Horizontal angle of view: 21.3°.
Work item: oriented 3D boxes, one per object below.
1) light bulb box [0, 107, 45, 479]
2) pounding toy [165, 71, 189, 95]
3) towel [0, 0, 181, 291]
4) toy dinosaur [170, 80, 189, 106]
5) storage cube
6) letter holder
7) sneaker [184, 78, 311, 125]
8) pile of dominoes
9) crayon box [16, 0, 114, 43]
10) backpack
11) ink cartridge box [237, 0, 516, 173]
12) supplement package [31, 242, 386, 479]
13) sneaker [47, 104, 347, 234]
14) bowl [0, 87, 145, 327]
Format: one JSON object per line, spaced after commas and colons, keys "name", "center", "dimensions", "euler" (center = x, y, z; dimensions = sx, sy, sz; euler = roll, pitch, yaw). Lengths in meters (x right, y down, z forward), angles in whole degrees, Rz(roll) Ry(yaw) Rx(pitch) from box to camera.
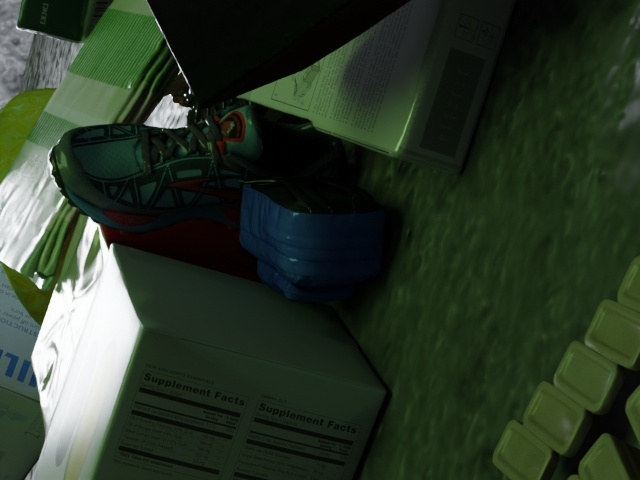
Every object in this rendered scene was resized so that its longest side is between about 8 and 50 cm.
{"name": "light bulb box", "center": [-0.404, 0.098, 2.134], "dimensions": [0.358, 0.225, 0.361], "euler": [-49, 22, 53]}
{"name": "pounding toy", "center": [-0.091, -0.182, 1.683], "dimensions": [0.130, 0.141, 0.100], "euler": [143, 138, -61]}
{"name": "towel", "center": [-0.226, -0.116, 1.673], "dimensions": [0.325, 0.038, 0.248], "euler": [-60, 26, -3]}
{"name": "toy dinosaur", "center": [-0.129, -0.319, 1.915], "dimensions": [0.218, 0.164, 0.322], "euler": [111, 148, -67]}
{"name": "storage cube", "center": [-0.134, 0.083, 1.514], "dimensions": [0.184, 0.193, 0.215], "euler": [-121, 49, -65]}
{"name": "letter holder", "center": [0.039, -0.241, 1.191], "dimensions": [0.302, 0.214, 0.152], "euler": [-29, 86, 46]}
{"name": "sneaker", "center": [-0.002, -0.169, 1.487], "dimensions": [0.299, 0.112, 0.121], "euler": [-22, 70, 51]}
{"name": "pile of dominoes", "center": [0.188, 0.088, 0.872], "dimensions": [0.251, 0.040, 0.196], "euler": [-56, 24, 23]}
{"name": "crayon box", "center": [-0.224, -0.331, 1.913], "dimensions": [0.323, 0.083, 0.203], "euler": [-25, -51, -73]}
{"name": "backpack", "center": [0.000, 0.000, 1.358], "dimensions": [0.120, 0.098, 0.101], "euler": [-159, 64, -63]}
{"name": "ink cartridge box", "center": [0.060, -0.222, 1.322], "dimensions": [0.261, 0.066, 0.296], "euler": [25, 99, 58]}
{"name": "supplement package", "center": [-0.104, 0.174, 1.342], "dimensions": [0.199, 0.198, 0.263], "euler": [-126, 55, -67]}
{"name": "sneaker", "center": [-0.099, -0.078, 1.433], "dimensions": [0.125, 0.261, 0.104], "euler": [-52, 46, 46]}
{"name": "bowl", "center": [-0.228, -0.040, 1.890], "dimensions": [0.156, 0.289, 0.289], "euler": [-11, 54, 20]}
